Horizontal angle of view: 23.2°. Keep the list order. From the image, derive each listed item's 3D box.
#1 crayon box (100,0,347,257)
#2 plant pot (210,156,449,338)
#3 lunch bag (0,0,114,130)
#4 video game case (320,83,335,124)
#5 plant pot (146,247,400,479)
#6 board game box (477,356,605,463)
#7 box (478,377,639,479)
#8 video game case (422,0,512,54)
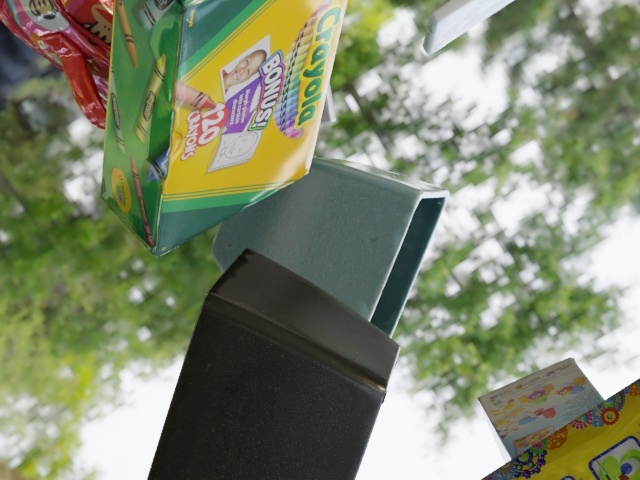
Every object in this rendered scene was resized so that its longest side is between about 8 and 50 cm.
[{"bbox_3d":[-0.074,-0.130,1.192,0.165,0.081,0.278,-31,153,-30],"label":"crayon box"},{"bbox_3d":[0.000,0.000,2.130,0.248,0.252,0.247,-8,120,-76],"label":"plant pot"},{"bbox_3d":[-0.136,-0.205,1.360,0.120,0.293,0.258,0,-118,43],"label":"lunch bag"},{"bbox_3d":[-0.093,-0.225,1.783,0.193,0.212,0.023,-8,-172,16],"label":"video game case"},{"bbox_3d":[-0.031,0.137,1.353,0.188,0.167,0.187,-60,169,-75],"label":"plant pot"},{"bbox_3d":[0.314,0.278,1.983,0.144,0.142,0.275,-24,-165,1],"label":"board game box"},{"bbox_3d":[0.312,0.284,1.542,0.279,0.177,0.290,-33,154,2],"label":"box"},{"bbox_3d":[0.193,-0.284,1.844,0.157,0.019,0.143,-33,173,-5],"label":"video game case"}]
